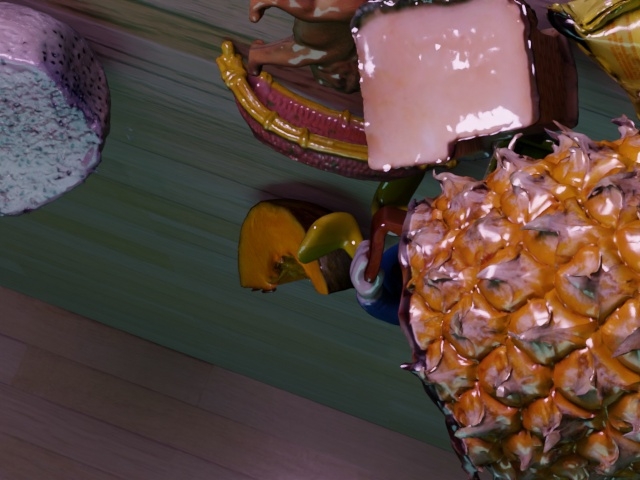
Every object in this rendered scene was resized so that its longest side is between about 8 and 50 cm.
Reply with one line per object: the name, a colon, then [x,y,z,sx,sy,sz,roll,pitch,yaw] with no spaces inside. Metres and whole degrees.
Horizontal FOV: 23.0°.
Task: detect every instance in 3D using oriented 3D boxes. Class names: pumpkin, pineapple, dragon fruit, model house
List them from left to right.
dragon fruit: [-0.380,-0.201,2.006,0.221,0.204,0.283,-17,130,21]
pumpkin: [0.000,0.000,2.326,0.169,0.148,0.312,-13,-171,-25]
model house: [0.149,-0.155,1.532,0.182,0.167,0.172,-7,178,26]
pineapple: [0.259,0.051,1.383,0.300,0.352,0.352,-19,144,28]

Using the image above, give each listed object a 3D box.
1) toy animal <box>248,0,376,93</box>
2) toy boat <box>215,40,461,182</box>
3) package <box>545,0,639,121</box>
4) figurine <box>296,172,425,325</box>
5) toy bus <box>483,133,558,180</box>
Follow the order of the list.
toy animal: [0.007,-0.231,1.596,0.157,0.097,0.312,9,161,-1]
toy boat: [0.017,-0.135,1.866,0.318,0.099,0.141,22,-155,1]
package: [0.312,-0.161,1.362,0.168,0.090,0.226,-10,148,30]
figurine: [0.140,0.049,1.845,0.338,0.204,0.283,49,172,21]
toy bus: [0.264,-0.022,1.882,0.139,0.113,0.302,18,166,16]
